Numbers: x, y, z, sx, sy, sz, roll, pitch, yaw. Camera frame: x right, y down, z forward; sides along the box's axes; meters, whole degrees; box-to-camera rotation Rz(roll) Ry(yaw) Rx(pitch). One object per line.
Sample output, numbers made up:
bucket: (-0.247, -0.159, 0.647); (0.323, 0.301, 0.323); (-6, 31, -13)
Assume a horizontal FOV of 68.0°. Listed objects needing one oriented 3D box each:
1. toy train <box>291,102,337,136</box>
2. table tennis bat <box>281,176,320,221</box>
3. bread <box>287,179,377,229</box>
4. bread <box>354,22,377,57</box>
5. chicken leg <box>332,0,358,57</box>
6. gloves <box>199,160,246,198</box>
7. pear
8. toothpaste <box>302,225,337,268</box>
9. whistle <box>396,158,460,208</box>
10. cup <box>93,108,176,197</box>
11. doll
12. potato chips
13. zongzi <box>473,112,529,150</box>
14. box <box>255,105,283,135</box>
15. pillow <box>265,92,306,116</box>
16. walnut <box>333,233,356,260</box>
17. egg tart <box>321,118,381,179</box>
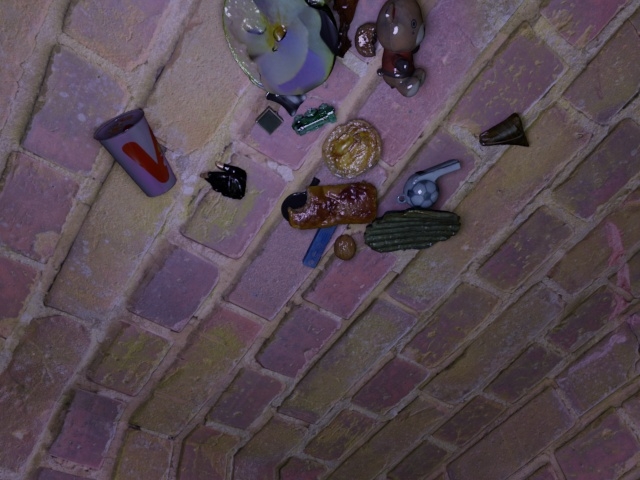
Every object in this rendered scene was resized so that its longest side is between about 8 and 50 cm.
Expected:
toy train: (-0.025, -0.456, 1.805); (0.178, 0.104, 0.071); (-23, 126, 7)
table tennis bat: (-0.073, -0.167, 2.021); (0.150, 0.027, 0.236); (23, 117, -22)
bread: (0.049, -0.148, 1.967); (0.380, 0.109, 0.185); (-7, 107, -11)
bread: (0.164, -0.714, 1.691); (0.082, 0.060, 0.113); (13, 117, 16)
chicken leg: (0.089, -0.783, 1.634); (0.113, 0.093, 0.304); (-7, 127, -17)
gloves: (-0.389, -0.236, 1.888); (0.180, 0.106, 0.129); (5, 123, -15)
pear: (-0.115, -0.698, 1.565); (0.399, 0.165, 0.399); (12, 136, 11)
toothpaste: (0.000, 0.000, 2.120); (0.066, 0.053, 0.272); (20, 118, -14)
whistle: (0.454, -0.219, 1.989); (0.289, 0.163, 0.163); (-21, 122, 2)
cup: (-0.667, -0.314, 1.769); (0.203, 0.203, 0.288); (-20, 128, 5)
doll: (0.280, -0.681, 1.667); (0.174, 0.235, 0.330); (13, 129, 26)
potato chips: (0.402, -0.044, 2.069); (0.429, 0.070, 0.358); (-3, 153, 2)
zongzi: (0.755, -0.407, 1.962); (0.187, 0.084, 0.184); (-28, 131, 17)
box: (-0.194, -0.461, 1.818); (0.083, 0.035, 0.079); (-42, 118, 18)
pillow: (-0.130, -0.535, 1.772); (0.135, 0.055, 0.091); (29, 82, -26)
walnut: (0.110, 0.030, 2.127); (0.105, 0.105, 0.124); (2, 110, -9)
egg tart: (0.123, -0.362, 1.891); (0.232, 0.098, 0.252); (30, 109, -16)
